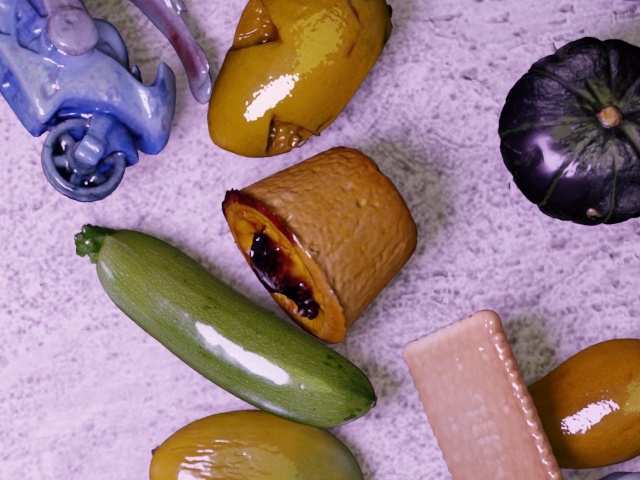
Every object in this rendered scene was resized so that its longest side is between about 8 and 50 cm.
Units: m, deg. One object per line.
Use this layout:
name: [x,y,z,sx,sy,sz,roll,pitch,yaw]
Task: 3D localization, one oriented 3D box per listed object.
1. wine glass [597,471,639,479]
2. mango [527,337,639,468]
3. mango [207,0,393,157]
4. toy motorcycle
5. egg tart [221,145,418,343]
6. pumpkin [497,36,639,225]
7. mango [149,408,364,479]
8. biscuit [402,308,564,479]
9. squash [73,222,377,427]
wine glass: [0.349,0.300,1.813,0.103,0.231,0.103,0,86,-1]
mango: [0.310,0.190,1.893,0.227,0.099,0.136,-20,79,8]
mango: [-0.028,-0.207,1.920,0.167,0.130,0.262,31,90,4]
toy motorcycle: [-0.261,-0.218,1.893,0.241,0.182,0.319,-32,84,-3]
egg tart: [0.000,0.000,1.872,0.171,0.215,0.215,-36,85,-19]
pumpkin: [0.312,-0.123,1.892,0.220,0.162,0.220,1,81,-4]
mango: [-0.075,0.257,1.894,0.237,0.091,0.137,-12,85,-7]
biscuit: [0.189,0.210,1.878,0.030,0.160,0.249,-16,81,-42]
squash: [-0.116,0.101,1.889,0.395,0.107,0.107,32,85,11]
